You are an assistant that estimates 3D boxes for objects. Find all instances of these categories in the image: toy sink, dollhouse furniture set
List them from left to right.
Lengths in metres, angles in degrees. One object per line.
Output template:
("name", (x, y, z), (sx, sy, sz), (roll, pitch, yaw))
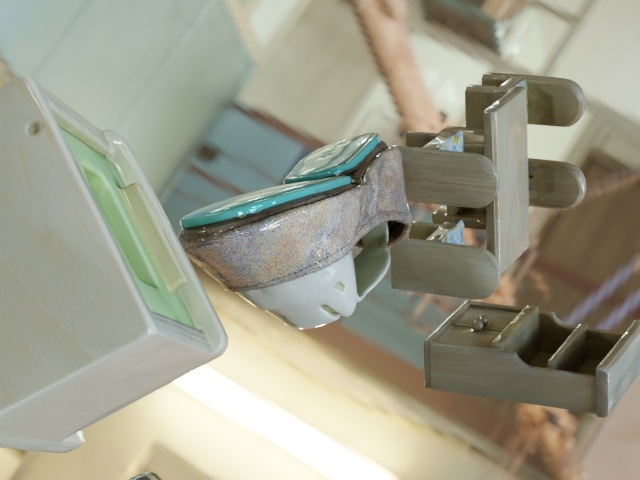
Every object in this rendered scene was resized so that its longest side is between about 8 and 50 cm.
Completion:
("toy sink", (-0.147, 0.021, 1.041), (0.153, 0.131, 0.234), (63, 3, 12))
("dollhouse furniture set", (0.173, 0.003, 1.518), (0.161, 0.212, 0.242), (7, -67, 25))

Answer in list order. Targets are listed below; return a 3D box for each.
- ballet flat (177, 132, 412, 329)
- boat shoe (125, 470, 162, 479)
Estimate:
("ballet flat", (0.000, 0.000, 1.285), (0.107, 0.106, 0.316), (-12, 8, 24))
("boat shoe", (-0.193, 0.257, 1.603), (0.056, 0.152, 0.049), (45, 18, 33))
